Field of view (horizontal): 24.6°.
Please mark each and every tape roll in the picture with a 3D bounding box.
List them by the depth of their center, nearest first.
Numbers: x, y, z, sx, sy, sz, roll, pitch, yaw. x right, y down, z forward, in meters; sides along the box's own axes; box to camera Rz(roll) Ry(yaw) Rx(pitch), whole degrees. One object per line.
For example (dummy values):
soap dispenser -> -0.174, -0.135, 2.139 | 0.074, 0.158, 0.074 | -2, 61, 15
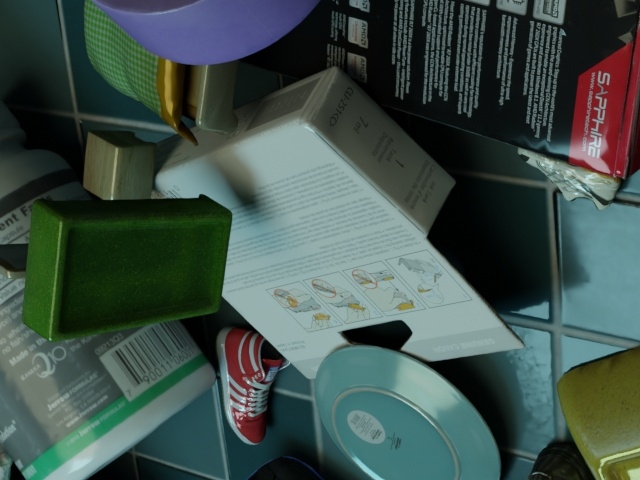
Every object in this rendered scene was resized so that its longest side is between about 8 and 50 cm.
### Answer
tape roll -> -0.079, -0.220, 0.990 | 0.189, 0.080, 0.189 | -8, 68, 20

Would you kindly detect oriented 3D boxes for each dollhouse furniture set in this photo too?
dollhouse furniture set -> -0.172, -0.104, 1.114 | 0.197, 0.151, 0.301 | 28, 116, 47

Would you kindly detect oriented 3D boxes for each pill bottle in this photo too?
pill bottle -> -0.278, 0.045, 1.389 | 0.361, 0.204, 0.204 | 54, 133, 3

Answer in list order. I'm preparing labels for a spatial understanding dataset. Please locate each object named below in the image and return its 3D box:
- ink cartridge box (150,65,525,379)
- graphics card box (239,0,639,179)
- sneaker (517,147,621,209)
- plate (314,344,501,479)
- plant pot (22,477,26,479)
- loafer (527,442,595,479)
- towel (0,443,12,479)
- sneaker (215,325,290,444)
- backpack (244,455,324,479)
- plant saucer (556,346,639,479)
ink cartridge box -> 0.000, 0.000, 1.212 | 0.261, 0.066, 0.296 | 43, 148, -22
graphics card box -> 0.082, -0.208, 1.057 | 0.371, 0.094, 0.233 | 19, 123, 29
sneaker -> 0.183, -0.048, 1.101 | 0.083, 0.032, 0.037 | 25, 125, 27
plate -> 0.069, 0.171, 1.277 | 0.188, 0.024, 0.188 | 23, 138, 22
plant pot -> -0.243, 0.404, 1.526 | 0.195, 0.290, 0.290 | 13, 125, -2
loafer -> 0.215, 0.254, 1.208 | 0.062, 0.061, 0.170 | -27, 95, 41
towel -> -0.397, 0.239, 1.570 | 0.317, 0.053, 0.332 | -118, 35, -44
sneaker -> -0.057, 0.138, 1.373 | 0.067, 0.042, 0.118 | 1, 110, 41
backpack -> -0.028, 0.270, 1.378 | 0.114, 0.105, 0.084 | 42, 152, 26
plant saucer -> 0.357, 0.216, 1.069 | 0.332, 0.081, 0.333 | -26, 95, 42
